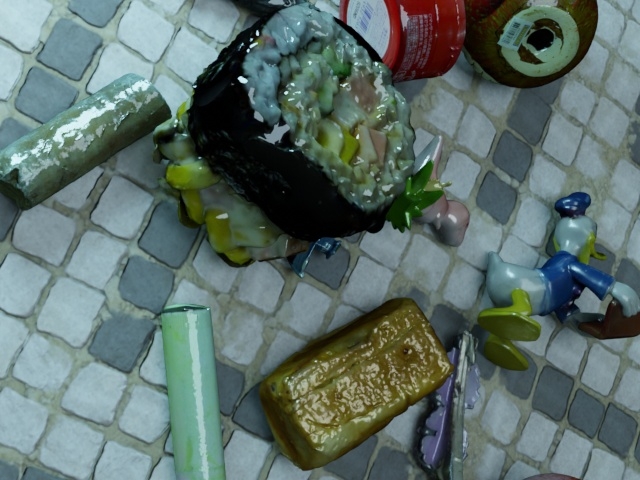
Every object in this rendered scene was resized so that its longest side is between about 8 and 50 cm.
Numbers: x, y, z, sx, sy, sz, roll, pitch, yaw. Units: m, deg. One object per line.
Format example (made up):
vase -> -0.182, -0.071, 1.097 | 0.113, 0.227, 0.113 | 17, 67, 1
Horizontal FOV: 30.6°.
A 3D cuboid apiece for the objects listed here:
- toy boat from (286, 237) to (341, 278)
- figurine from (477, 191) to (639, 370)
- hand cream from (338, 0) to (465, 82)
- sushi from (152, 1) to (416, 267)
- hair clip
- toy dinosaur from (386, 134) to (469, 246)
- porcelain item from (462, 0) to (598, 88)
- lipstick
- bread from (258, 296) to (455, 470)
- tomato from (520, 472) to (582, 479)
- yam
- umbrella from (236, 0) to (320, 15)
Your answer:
toy boat -> 0.000, 0.000, 1.793 | 0.061, 0.060, 0.137 | 39, 64, 2
figurine -> 0.423, 0.056, 1.956 | 0.283, 0.204, 0.338 | 20, 62, 0
hand cream -> 0.123, -0.340, 1.813 | 0.125, 0.193, 0.193 | -12, 92, -30
sushi -> -0.062, -0.144, 1.665 | 0.328, 0.285, 0.329 | 37, 49, -27
hair clip -> 0.211, 0.288, 1.884 | 0.106, 0.084, 0.292 | 15, 74, -22
toy dinosaur -> 0.178, -0.073, 1.856 | 0.177, 0.152, 0.194 | -14, 100, -37
porcelain item -> 0.333, -0.388, 1.944 | 0.253, 0.253, 0.253 | 2, 85, -29
lipstick -> -0.179, 0.241, 1.671 | 0.076, 0.076, 0.304 | -6, 89, -29
bread -> 0.054, 0.216, 1.768 | 0.294, 0.132, 0.167 | -29, 100, -26
tomato -> 0.366, 0.514, 1.865 | 0.270, 0.227, 0.270 | 5, 71, -13
yam -> -0.333, -0.136, 1.603 | 0.259, 0.093, 0.093 | -37, 104, -25
umbrella -> -0.106, -0.377, 1.766 | 0.235, 0.059, 0.066 | 18, 99, -29
